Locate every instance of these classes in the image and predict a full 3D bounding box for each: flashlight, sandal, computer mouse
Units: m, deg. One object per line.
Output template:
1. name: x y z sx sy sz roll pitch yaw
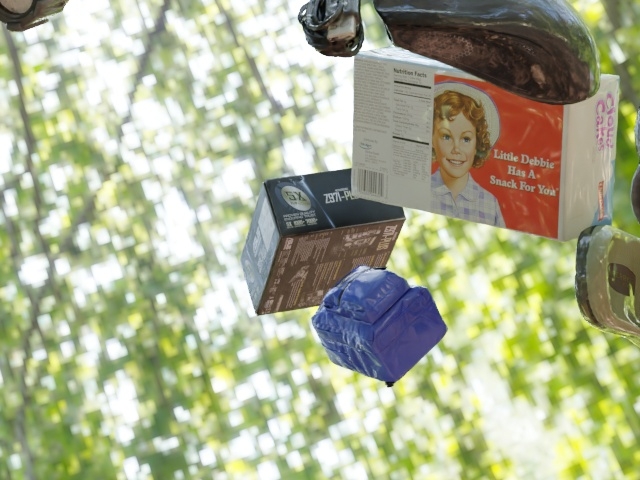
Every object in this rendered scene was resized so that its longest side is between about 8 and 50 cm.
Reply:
1. flashlight: -0.265 -0.323 1.986 0.103 0.103 0.304 1 21 29
2. sandal: 0.332 0.047 1.638 0.086 0.120 0.303 -11 -10 31
3. computer mouse: 0.121 -0.194 1.465 0.272 0.188 0.072 17 -54 -10

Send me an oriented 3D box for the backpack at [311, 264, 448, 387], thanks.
1. backpack: 0.051 0.076 1.740 0.098 0.101 0.120 -36 23 -27

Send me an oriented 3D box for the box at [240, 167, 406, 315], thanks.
1. box: 0.000 0.000 1.954 0.147 0.077 0.180 -8 -29 -16

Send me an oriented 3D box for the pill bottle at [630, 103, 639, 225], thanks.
1. pill bottle: 0.265 -0.086 1.071 0.123 0.219 0.123 16 -45 16

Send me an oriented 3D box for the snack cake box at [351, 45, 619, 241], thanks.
1. snack cake box: 0.156 -0.101 1.700 0.089 0.264 0.152 -15 -68 -46
